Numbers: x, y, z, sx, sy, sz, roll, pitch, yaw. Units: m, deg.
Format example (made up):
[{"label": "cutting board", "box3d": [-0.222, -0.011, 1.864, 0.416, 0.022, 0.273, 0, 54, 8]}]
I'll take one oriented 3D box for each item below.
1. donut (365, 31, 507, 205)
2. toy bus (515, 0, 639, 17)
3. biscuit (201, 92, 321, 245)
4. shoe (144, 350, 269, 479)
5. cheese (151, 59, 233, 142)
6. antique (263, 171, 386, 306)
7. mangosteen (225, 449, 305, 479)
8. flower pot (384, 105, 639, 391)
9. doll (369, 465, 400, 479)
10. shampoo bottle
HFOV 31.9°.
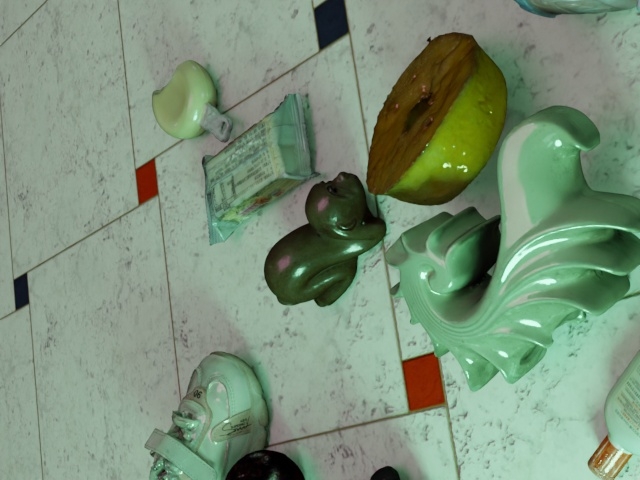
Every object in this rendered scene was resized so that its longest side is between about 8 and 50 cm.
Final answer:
[{"label": "donut", "box3d": [0.173, -0.169, 1.631, 0.277, 0.108, 0.277, -54, 20, 30]}, {"label": "toy bus", "box3d": [0.355, -0.429, 1.442, 0.232, 0.197, 0.294, 20, 102, 39]}, {"label": "biscuit", "box3d": [-0.126, -0.133, 2.080, 0.309, 0.079, 0.186, -33, 60, 45]}, {"label": "shoe", "box3d": [-0.218, 0.381, 2.058, 0.172, 0.198, 0.351, 0, 88, 49]}, {"label": "cheese", "box3d": [-0.256, -0.249, 2.254, 0.163, 0.071, 0.249, -55, 49, 32]}, {"label": "antique", "box3d": [0.000, 0.000, 1.870, 0.257, 0.143, 0.121, -55, 47, 29]}, {"label": "mangosteen", "box3d": [-0.093, 0.444, 1.958, 0.152, 0.152, 0.152, -5, 83, 50]}, {"label": "flower pot", "box3d": [0.265, 0.020, 1.479, 0.254, 0.164, 0.367, 52, 128, 10]}, {"label": "doll", "box3d": [0.081, 0.443, 1.749, 0.135, 0.143, 0.234, 51, 127, 10]}, {"label": "shampoo bottle", "box3d": [0.412, 0.215, 1.418, 0.108, 0.051, 0.221, 51, 125, 39]}]
